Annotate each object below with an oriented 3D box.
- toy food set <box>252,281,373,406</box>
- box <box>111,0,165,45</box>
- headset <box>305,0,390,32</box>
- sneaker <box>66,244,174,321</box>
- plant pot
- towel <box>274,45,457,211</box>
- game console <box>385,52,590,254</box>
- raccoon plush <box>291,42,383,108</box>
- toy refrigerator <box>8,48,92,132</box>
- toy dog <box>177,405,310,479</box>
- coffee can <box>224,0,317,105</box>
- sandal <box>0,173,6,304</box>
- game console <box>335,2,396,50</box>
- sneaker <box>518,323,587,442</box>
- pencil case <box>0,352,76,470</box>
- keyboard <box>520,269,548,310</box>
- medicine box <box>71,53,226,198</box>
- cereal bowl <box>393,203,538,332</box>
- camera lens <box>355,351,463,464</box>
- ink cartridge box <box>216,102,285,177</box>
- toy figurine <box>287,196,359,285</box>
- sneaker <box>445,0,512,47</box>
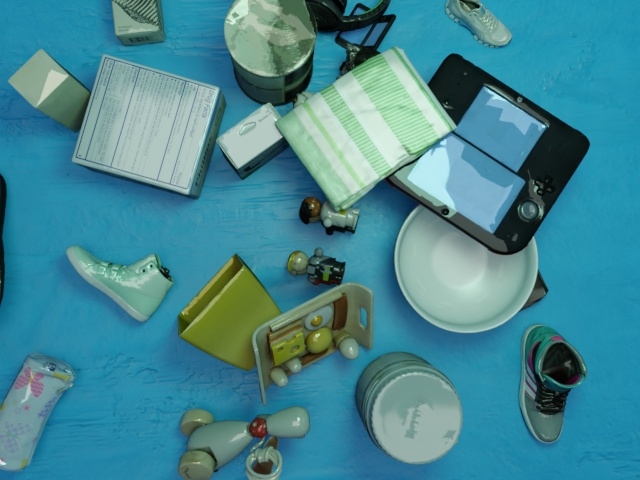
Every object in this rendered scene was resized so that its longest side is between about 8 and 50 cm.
[{"bbox_3d":[-0.012,0.245,1.554,0.306,0.219,0.092,-25,48,-21],"label":"toy food set"},{"bbox_3d":[-0.455,-0.628,1.654,0.113,0.094,0.275,-8,89,-2],"label":"box"},{"bbox_3d":[-0.011,-0.632,1.618,0.394,0.185,0.243,-8,80,-7],"label":"headset"},{"bbox_3d":[-0.475,0.062,1.629,0.256,0.094,0.151,41,93,-11],"label":"sneaker"},{"bbox_3d":[-0.195,0.182,1.593,0.187,0.212,0.212,43,87,-13],"label":"plant pot"},{"bbox_3d":[0.102,-0.250,1.488,0.325,0.038,0.248,-34,89,1],"label":"towel"},{"bbox_3d":[0.364,-0.190,1.525,0.386,0.060,0.342,34,90,2],"label":"game console"},{"bbox_3d":[0.146,-0.263,1.626,0.446,0.216,0.299,27,95,-2],"label":"raccoon plush"},{"bbox_3d":[-0.602,-0.339,1.550,0.094,0.269,0.102,45,88,-1],"label":"toy refrigerator"},{"bbox_3d":[-0.180,0.489,1.593,0.334,0.161,0.220,1,46,25],"label":"toy dog"},{"bbox_3d":[-0.113,-0.443,1.573,0.202,0.275,0.201,0,89,-3],"label":"coffee can"},{"bbox_3d":[-0.824,0.042,1.623,0.168,0.107,0.445,3,75,-1],"label":"sandal"},{"bbox_3d":[0.113,-0.531,1.691,0.071,0.107,0.122,32,87,-30],"label":"game console"},{"bbox_3d":[0.565,0.356,1.626,0.124,0.178,0.295,-4,89,-3],"label":"sneaker"},{"bbox_3d":[-0.694,0.404,1.601,0.124,0.113,0.273,29,86,-21],"label":"pencil case"},{"bbox_3d":[0.421,0.042,1.702,0.201,0.033,0.317,-26,87,0],"label":"keyboard"},{"bbox_3d":[-0.403,-0.265,1.617,0.289,0.149,0.263,16,87,-2],"label":"medicine box"},{"bbox_3d":[0.337,0.048,1.618,0.339,0.141,0.339,0,88,1],"label":"cereal bowl"},{"bbox_3d":[0.199,0.380,1.561,0.219,0.274,0.219,0,88,-2],"label":"camera lens"},{"bbox_3d":[-0.156,-0.230,1.597,0.153,0.208,0.087,-36,90,-3],"label":"ink cartridge box"},{"bbox_3d":[0.000,0.000,1.598,0.148,0.209,0.213,15,87,4],"label":"toy figurine"},{"bbox_3d":[0.403,-0.557,1.698,0.191,0.083,0.071,32,85,-2],"label":"sneaker"}]
